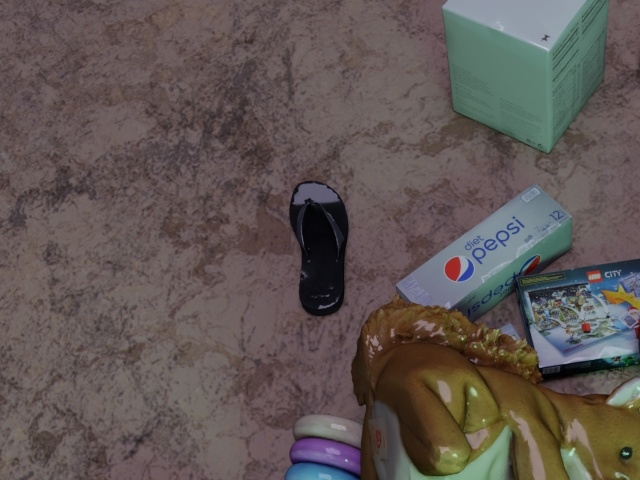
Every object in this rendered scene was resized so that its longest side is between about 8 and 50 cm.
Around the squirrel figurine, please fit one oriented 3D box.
[{"bbox_3d":[0.244,0.228,1.549,0.370,0.281,0.397,-1,40,-17],"label":"squirrel figurine"}]

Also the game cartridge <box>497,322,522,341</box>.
[{"bbox_3d":[0.285,0.170,1.758,0.056,0.017,0.083,-28,56,-3],"label":"game cartridge"}]

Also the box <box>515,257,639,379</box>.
[{"bbox_3d":[0.424,0.114,1.740,0.233,0.044,0.159,-9,55,1],"label":"box"}]

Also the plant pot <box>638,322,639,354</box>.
[{"bbox_3d":[0.620,0.085,1.544,0.323,0.280,0.323,2,51,-3],"label":"plant pot"}]

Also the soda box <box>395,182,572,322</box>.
[{"bbox_3d":[0.256,0.040,1.799,0.286,0.098,0.091,-36,59,-12],"label":"soda box"}]

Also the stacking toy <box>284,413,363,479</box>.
[{"bbox_3d":[-0.013,0.414,1.594,0.141,0.141,0.330,9,63,17],"label":"stacking toy"}]

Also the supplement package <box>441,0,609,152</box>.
[{"bbox_3d":[0.344,-0.327,1.921,0.199,0.263,0.198,29,67,26],"label":"supplement package"}]

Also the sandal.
[{"bbox_3d":[0.001,0.000,1.902,0.097,0.054,0.254,-11,56,4],"label":"sandal"}]
